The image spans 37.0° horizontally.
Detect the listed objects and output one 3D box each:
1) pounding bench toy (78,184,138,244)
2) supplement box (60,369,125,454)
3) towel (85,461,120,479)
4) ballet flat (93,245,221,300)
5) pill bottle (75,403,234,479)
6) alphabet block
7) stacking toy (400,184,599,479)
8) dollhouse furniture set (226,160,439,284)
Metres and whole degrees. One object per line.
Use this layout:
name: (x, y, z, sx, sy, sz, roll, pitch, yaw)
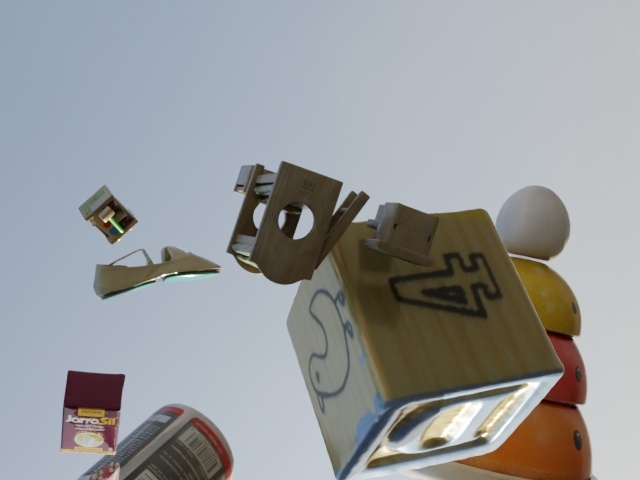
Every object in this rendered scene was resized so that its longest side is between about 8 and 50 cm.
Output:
pounding bench toy: (-0.296, -0.029, 1.360, 0.052, 0.083, 0.065, -43, -59, -4)
supplement box: (-0.218, 0.166, 0.914, 0.083, 0.055, 0.043, 107, 165, -45)
towel: (-0.398, 0.458, 1.538, 0.197, 0.029, 0.144, -30, -38, -46)
ballet flat: (-0.309, 0.050, 1.810, 0.249, 0.086, 0.086, -11, -86, -26)
pill bottle: (-0.347, 0.490, 1.809, 0.363, 0.210, 0.210, -39, -65, -45)
alphabet block: (0.095, 0.106, 0.971, 0.194, 0.192, 0.197, -6, -125, -22)
stacking toy: (0.294, 0.147, 1.485, 0.351, 0.351, 0.479, 14, -92, -53)
dollhouse furniture set: (0.000, 0.000, 0.914, 0.161, 0.182, 0.101, 19, -92, -16)
